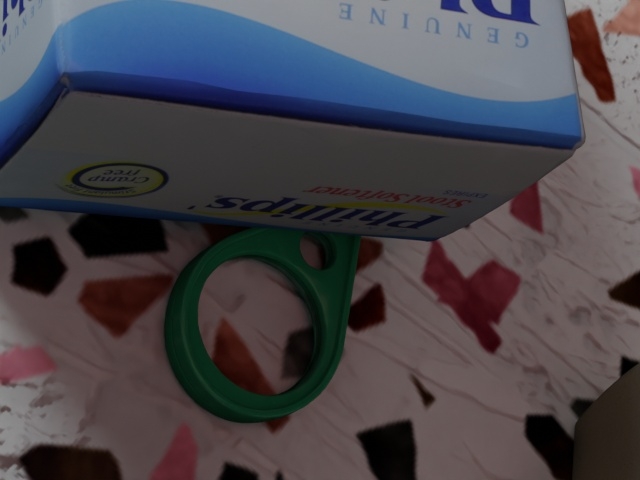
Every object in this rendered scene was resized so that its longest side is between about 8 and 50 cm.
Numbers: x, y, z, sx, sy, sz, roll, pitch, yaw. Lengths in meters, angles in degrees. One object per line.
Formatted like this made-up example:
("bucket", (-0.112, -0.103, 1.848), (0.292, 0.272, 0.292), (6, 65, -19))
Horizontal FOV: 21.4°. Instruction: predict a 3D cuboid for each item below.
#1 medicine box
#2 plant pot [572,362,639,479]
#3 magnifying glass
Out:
("medicine box", (-0.035, -0.161, 0.821), (0.263, 0.149, 0.289), (4, 68, -28))
("plant pot", (0.195, 0.130, 0.917), (0.109, 0.096, 0.109), (19, 64, -26))
("magnifying glass", (0.000, 0.000, 0.882), (0.092, 0.026, 0.231), (45, 57, -12))
